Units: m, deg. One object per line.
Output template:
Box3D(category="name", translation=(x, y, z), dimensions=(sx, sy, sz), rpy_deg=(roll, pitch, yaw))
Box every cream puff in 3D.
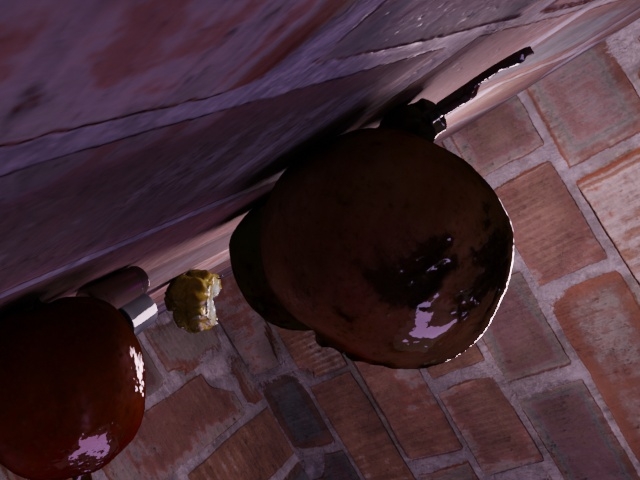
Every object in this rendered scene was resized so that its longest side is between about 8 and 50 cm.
Box3D(category="cream puff", translation=(-0.298, 0.137, 1.675), dimensions=(0.156, 0.156, 0.121), rpy_deg=(-31, 149, 12))

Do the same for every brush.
Box3D(category="brush", translation=(0.150, -0.167, 0.923), dimensions=(0.084, 0.071, 0.301), rpy_deg=(-44, -173, -35))

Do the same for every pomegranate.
Box3D(category="pomegranate", translation=(0.079, 0.011, 0.891), dimensions=(0.322, 0.322, 0.322), rpy_deg=(-30, 180, 0))
Box3D(category="pomegranate", translation=(0.005, 0.016, 1.133), dimensions=(0.285, 0.231, 0.231), rpy_deg=(-29, 180, -6))

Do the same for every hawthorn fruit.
Box3D(category="hawthorn fruit", translation=(-0.272, 0.172, 0.768), dimensions=(0.196, 0.226, 0.196), rpy_deg=(-19, 174, -2))

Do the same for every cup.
Box3D(category="cup", translation=(-0.372, 0.143, 1.395), dimensions=(0.100, 0.078, 0.077), rpy_deg=(7, -157, 25))

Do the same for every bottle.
Box3D(category="bottle", translation=(-0.263, 0.066, 0.928), dimensions=(0.045, 0.045, 0.096), rpy_deg=(-31, -179, 36))
